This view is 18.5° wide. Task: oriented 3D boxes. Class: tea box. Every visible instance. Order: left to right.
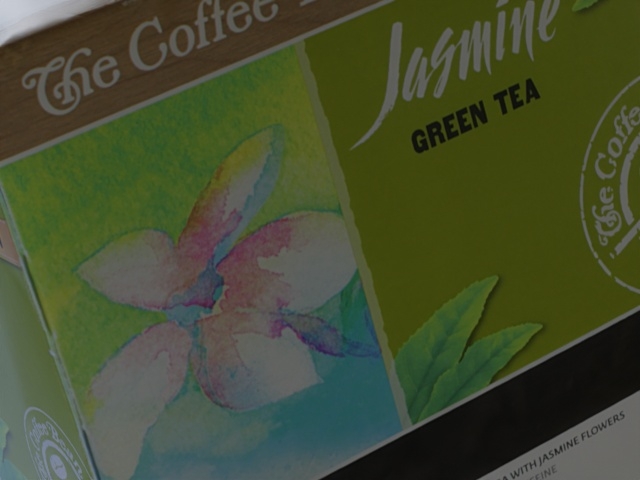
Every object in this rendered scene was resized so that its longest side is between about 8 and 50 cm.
[{"bbox_3d":[0.000,0.000,0.858,0.329,0.220,0.323,-26,-68,-23],"label":"tea box"}]
